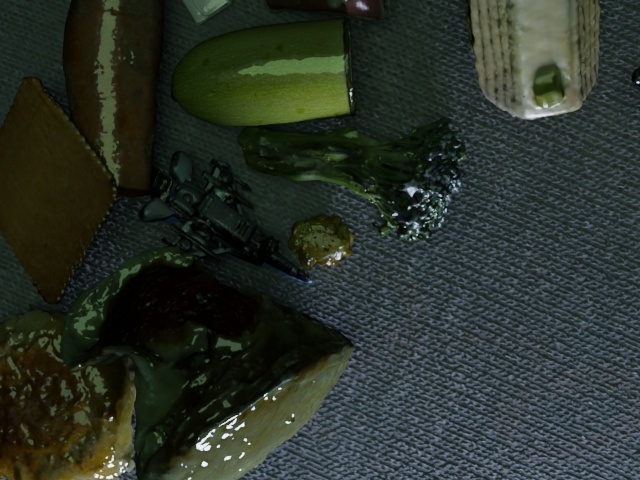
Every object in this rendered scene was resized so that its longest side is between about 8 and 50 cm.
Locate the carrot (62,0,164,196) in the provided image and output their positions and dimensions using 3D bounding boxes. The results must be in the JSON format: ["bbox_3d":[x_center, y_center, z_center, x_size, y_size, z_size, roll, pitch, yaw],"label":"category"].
[{"bbox_3d":[-0.274,-0.210,1.593,0.139,0.139,0.301,4,88,6],"label":"carrot"}]

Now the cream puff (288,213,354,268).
[{"bbox_3d":[0.000,0.000,1.617,0.083,0.058,0.083,-44,94,6],"label":"cream puff"}]

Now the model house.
[{"bbox_3d":[0.267,-0.275,1.466,0.175,0.234,0.193,-10,124,0],"label":"model house"}]

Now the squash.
[{"bbox_3d":[-0.078,-0.214,1.578,0.247,0.132,0.132,-5,92,6],"label":"squash"}]

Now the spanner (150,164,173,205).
[{"bbox_3d":[-0.260,-0.117,1.662,0.046,0.012,0.208,-40,88,7],"label":"spanner"}]

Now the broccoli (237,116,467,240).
[{"bbox_3d":[0.035,-0.098,1.583,0.304,0.145,0.164,12,90,18],"label":"broccoli"}]

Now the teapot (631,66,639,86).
[{"bbox_3d":[0.515,-0.201,1.516,0.270,0.173,0.182,-10,59,-17],"label":"teapot"}]

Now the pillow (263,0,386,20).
[{"bbox_3d":[-0.009,-0.359,1.547,0.179,0.075,0.171,11,130,28],"label":"pillow"}]

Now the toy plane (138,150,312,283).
[{"bbox_3d":[-0.113,-0.010,1.614,0.246,0.078,0.169,30,62,-4],"label":"toy plane"}]

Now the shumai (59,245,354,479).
[{"bbox_3d":[-0.151,0.134,1.546,0.330,0.292,0.288,-30,66,-29],"label":"shumai"}]

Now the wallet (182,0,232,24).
[{"bbox_3d":[-0.174,-0.357,1.635,0.061,0.025,0.122,-32,90,13],"label":"wallet"}]

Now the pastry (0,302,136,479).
[{"bbox_3d":[-0.361,0.215,1.639,0.236,0.121,0.256,3,95,10],"label":"pastry"}]

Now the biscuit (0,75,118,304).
[{"bbox_3d":[-0.368,-0.067,1.606,0.237,0.013,0.232,51,126,23],"label":"biscuit"}]
